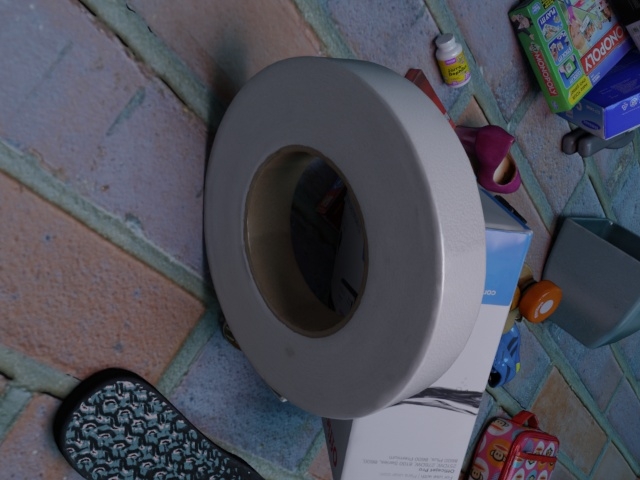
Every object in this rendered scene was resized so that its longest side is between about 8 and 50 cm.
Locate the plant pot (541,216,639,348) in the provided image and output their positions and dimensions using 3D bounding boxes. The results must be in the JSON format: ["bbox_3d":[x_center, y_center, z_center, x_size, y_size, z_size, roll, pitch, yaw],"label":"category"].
[{"bbox_3d":[0.673,0.112,1.459,0.248,0.247,0.252,-1,123,-43],"label":"plant pot"}]

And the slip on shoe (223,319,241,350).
[{"bbox_3d":[-0.090,0.140,0.890,0.135,0.051,0.041,41,37,-36],"label":"slip on shoe"}]

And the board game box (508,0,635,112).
[{"bbox_3d":[0.508,-0.423,1.185,0.317,0.046,0.213,-43,112,-23],"label":"board game box"}]

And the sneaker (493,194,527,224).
[{"bbox_3d":[0.294,-0.013,1.107,0.108,0.100,0.272,-50,161,23],"label":"sneaker"}]

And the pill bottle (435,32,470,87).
[{"bbox_3d":[0.215,-0.294,1.002,0.043,0.043,0.083,-49,132,-18],"label":"pill bottle"}]

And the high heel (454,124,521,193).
[{"bbox_3d":[0.346,-0.141,1.130,0.244,0.117,0.082,37,79,-44],"label":"high heel"}]

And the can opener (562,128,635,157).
[{"bbox_3d":[0.662,-0.231,1.421,0.284,0.076,0.095,-26,121,-33],"label":"can opener"}]

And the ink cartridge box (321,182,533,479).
[{"bbox_3d":[0.109,0.109,0.842,0.166,0.285,0.394,6,111,-9],"label":"ink cartridge box"}]

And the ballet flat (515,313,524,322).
[{"bbox_3d":[0.427,0.139,1.360,0.052,0.057,0.168,-52,134,-2],"label":"ballet flat"}]

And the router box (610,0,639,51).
[{"bbox_3d":[0.641,-0.534,1.174,0.243,0.081,0.309,-46,107,-23],"label":"router box"}]

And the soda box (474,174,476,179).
[{"bbox_3d":[0.176,-0.049,1.044,0.210,0.067,0.071,-57,134,-12],"label":"soda box"}]

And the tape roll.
[{"bbox_3d":[0.000,0.000,0.674,0.072,0.392,0.391,-11,113,-40],"label":"tape roll"}]

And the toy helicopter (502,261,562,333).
[{"bbox_3d":[0.275,0.178,1.167,0.235,0.140,0.355,3,122,-39],"label":"toy helicopter"}]

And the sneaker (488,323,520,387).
[{"bbox_3d":[0.391,0.242,1.355,0.082,0.069,0.209,-33,126,-26],"label":"sneaker"}]

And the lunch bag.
[{"bbox_3d":[0.490,0.555,1.540,0.293,0.120,0.258,25,84,-47],"label":"lunch bag"}]

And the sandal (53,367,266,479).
[{"bbox_3d":[-0.185,0.338,0.848,0.167,0.107,0.445,-41,117,-23],"label":"sandal"}]

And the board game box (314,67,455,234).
[{"bbox_3d":[0.112,-0.120,0.986,0.281,0.027,0.145,-56,133,-11],"label":"board game box"}]

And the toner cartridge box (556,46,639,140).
[{"bbox_3d":[0.667,-0.326,1.233,0.348,0.165,0.075,-24,124,-4],"label":"toner cartridge box"}]

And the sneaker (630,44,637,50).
[{"bbox_3d":[0.741,-0.457,1.391,0.385,0.145,0.147,40,39,-35],"label":"sneaker"}]
